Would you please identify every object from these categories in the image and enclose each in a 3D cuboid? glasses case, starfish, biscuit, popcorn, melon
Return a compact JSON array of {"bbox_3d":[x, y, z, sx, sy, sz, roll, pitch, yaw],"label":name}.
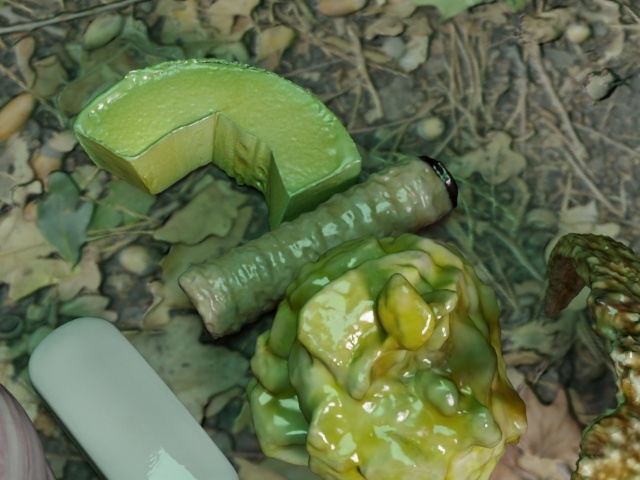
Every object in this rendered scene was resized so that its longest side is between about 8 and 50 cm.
[{"bbox_3d":[-0.131,0.134,1.242,0.076,0.049,0.197,-36,63,-17],"label":"glasses case"},{"bbox_3d":[0.217,0.137,1.082,0.384,0.132,0.398,34,29,-22],"label":"starfish"},{"bbox_3d":[0.000,0.000,1.308,0.219,0.055,0.061,-30,99,-14],"label":"biscuit"},{"bbox_3d":[0.047,0.084,1.185,0.167,0.185,0.187,-9,25,-22],"label":"popcorn"},{"bbox_3d":[-0.071,-0.073,1.356,0.210,0.064,0.118,24,63,14],"label":"melon"}]

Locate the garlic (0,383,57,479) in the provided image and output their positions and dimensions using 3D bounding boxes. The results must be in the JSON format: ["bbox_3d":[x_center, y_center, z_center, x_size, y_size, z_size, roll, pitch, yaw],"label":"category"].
[{"bbox_3d":[-0.293,0.167,1.182,0.207,0.207,0.257,-41,30,-19],"label":"garlic"}]
